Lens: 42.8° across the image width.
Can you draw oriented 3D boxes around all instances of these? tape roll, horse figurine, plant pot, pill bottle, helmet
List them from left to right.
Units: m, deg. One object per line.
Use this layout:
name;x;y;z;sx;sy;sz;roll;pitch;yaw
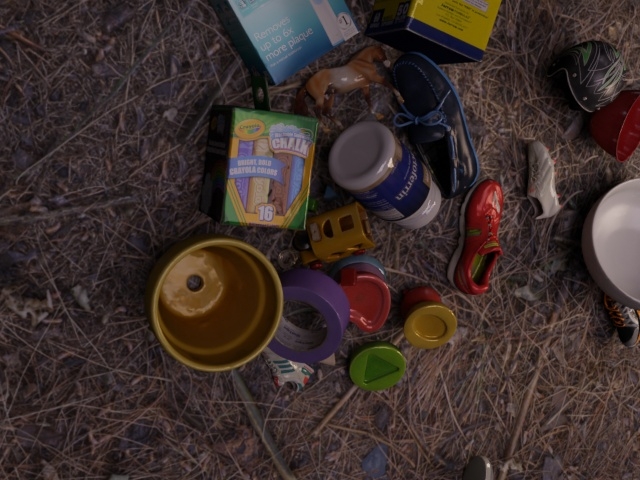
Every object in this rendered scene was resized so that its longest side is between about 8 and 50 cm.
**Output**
plant pot;-0.227;0.102;1.601;0.253;0.239;0.254;-4;101;-21
tape roll;-0.037;0.158;1.710;0.188;0.080;0.189;7;119;14
horse figurine;0.048;-0.313;1.714;0.263;0.066;0.175;-24;68;-6
pill bottle;0.143;-0.129;1.722;0.264;0.153;0.153;34;85;-50
helmet;0.630;-0.384;1.911;0.169;0.161;0.170;-4;100;-22

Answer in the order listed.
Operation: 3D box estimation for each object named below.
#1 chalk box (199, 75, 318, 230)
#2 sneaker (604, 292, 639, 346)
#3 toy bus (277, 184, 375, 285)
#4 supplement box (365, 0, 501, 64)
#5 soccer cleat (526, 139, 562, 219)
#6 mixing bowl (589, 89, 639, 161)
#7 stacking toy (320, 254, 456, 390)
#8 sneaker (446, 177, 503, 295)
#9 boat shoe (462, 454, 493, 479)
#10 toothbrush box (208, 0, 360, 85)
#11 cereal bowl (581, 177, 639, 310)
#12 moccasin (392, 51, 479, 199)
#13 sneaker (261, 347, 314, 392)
chalk box;-0.122;-0.179;1.629;0.179;0.180;0.289;5;98;-23
sneaker;0.776;0.171;2.116;0.083;0.084;0.215;-9;92;-21
toy bus;0.010;-0.009;1.697;0.202;0.190;0.104;-62;158;-2
supplement box;0.266;-0.571;1.712;0.195;0.194;0.357;17;92;-24
soccer cleat;0.527;-0.143;1.965;0.076;0.068;0.196;-23;110;-14
mixing bowl;0.719;-0.290;1.983;0.181;0.098;0.182;-31;135;-38
stacking toy;0.115;0.179;1.857;0.308;0.130;0.280;28;114;-21
sneaker;0.385;-0.004;1.900;0.107;0.118;0.279;8;96;-24
boat shoe;0.405;0.641;2.049;0.081;0.079;0.228;-2;105;-31
toothbrush box;-0.094;-0.487;1.617;0.216;0.126;0.296;-34;109;-14
cereal bowl;0.800;0.022;2.031;0.338;0.141;0.339;3;72;-8
moccasin;0.252;-0.244;1.784;0.117;0.137;0.342;-46;113;-33
sneaker;-0.090;0.277;1.786;0.161;0.057;0.075;35;79;-26
